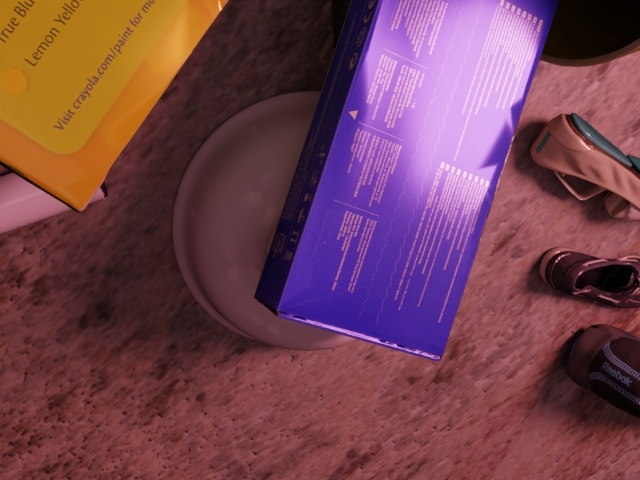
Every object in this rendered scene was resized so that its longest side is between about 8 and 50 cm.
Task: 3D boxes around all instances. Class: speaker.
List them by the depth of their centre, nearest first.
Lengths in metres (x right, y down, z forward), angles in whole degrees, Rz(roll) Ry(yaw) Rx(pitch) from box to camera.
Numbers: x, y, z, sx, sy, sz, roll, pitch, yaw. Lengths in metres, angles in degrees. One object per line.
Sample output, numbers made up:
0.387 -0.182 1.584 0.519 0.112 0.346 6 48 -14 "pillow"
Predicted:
-0.280 -0.043 0.659 0.136 0.055 0.055 -21 112 -8 "speaker"

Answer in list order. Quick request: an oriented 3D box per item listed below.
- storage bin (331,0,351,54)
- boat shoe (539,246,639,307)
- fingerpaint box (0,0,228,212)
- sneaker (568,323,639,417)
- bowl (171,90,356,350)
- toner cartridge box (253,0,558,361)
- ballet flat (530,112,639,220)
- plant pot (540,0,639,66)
0.079 -0.249 0.678 0.122 0.084 0.180 -8 109 -13 "storage bin"
0.382 0.057 0.877 0.206 0.065 0.075 11 104 -19 "boat shoe"
-0.205 -0.306 0.468 0.371 0.163 0.444 36 81 -25 "fingerpaint box"
0.498 0.216 0.924 0.341 0.139 0.125 15 101 -21 "sneaker"
0.000 0.000 0.713 0.298 0.134 0.297 -5 108 -14 "bowl"
0.077 -0.084 0.606 0.165 0.075 0.347 19 89 -22 "toner cartridge box"
0.356 -0.072 0.828 0.248 0.086 0.086 25 99 -20 "ballet flat"
0.344 -0.321 0.657 0.294 0.275 0.274 -14 112 -29 "plant pot"
